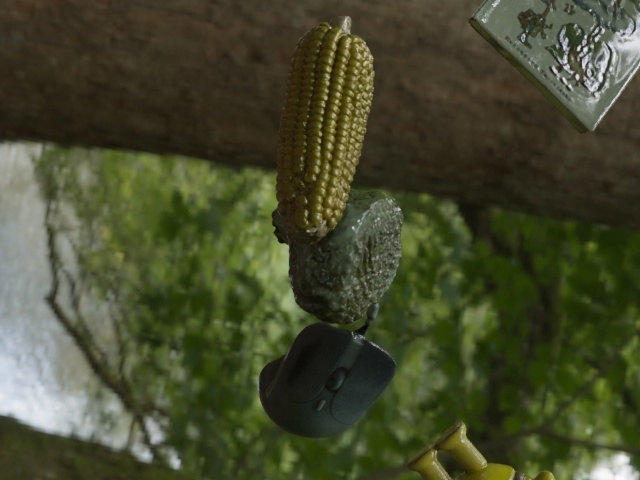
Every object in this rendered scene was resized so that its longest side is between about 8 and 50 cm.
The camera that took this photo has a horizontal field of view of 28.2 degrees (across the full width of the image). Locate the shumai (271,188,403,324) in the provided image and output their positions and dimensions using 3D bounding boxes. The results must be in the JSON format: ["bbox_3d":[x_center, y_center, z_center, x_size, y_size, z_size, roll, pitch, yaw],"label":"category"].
[{"bbox_3d":[0.000,0.000,2.004,0.225,0.222,0.261,-62,163,-2],"label":"shumai"}]

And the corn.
[{"bbox_3d":[0.004,-0.166,1.849,0.130,0.130,0.346,82,17,-73],"label":"corn"}]

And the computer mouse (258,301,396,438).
[{"bbox_3d":[0.010,0.203,1.860,0.379,0.167,0.090,120,-11,-51],"label":"computer mouse"}]

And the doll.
[{"bbox_3d":[0.281,0.429,1.828,0.199,0.363,0.145,-40,177,12],"label":"doll"}]

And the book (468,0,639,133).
[{"bbox_3d":[0.427,-0.383,1.977,0.371,0.260,0.043,-52,-167,-16],"label":"book"}]
